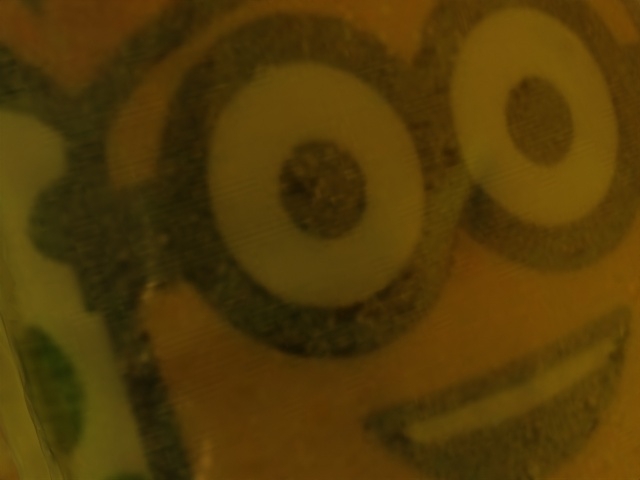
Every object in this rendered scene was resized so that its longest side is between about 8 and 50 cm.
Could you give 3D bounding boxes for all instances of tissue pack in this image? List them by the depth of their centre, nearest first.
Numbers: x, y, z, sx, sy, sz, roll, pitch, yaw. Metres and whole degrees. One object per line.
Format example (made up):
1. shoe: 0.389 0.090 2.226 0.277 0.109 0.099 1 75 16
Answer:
1. tissue pack: 0.000 0.000 0.423 0.228 0.128 0.311 -18 90 -34
